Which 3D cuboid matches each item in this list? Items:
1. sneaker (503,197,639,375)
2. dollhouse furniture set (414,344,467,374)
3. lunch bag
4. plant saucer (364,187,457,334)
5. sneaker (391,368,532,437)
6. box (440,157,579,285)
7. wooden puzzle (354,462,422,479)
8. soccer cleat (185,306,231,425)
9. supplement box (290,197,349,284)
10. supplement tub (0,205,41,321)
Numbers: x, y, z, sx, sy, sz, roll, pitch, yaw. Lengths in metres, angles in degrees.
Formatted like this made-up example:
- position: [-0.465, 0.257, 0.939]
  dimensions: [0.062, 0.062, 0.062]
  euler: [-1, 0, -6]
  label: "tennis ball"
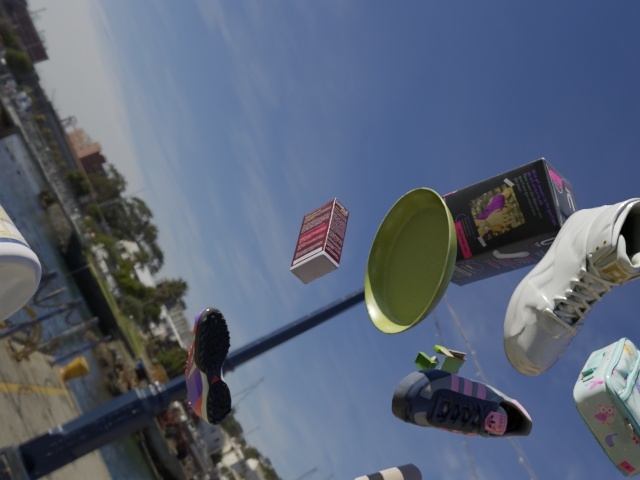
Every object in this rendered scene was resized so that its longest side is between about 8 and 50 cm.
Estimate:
- position: [0.379, 0.062, 0.996]
  dimensions: [0.108, 0.292, 0.169]
  euler: [32, -14, -5]
  label: "sneaker"
- position: [0.307, 0.307, 1.683]
  dimensions: [0.058, 0.152, 0.076]
  euler: [41, -71, 55]
  label: "dollhouse furniture set"
- position: [0.630, 0.333, 1.415]
  dimensions: [0.108, 0.279, 0.224]
  euler: [-32, -93, 33]
  label: "lunch bag"
- position: [0.147, 0.036, 1.102]
  dimensions: [0.241, 0.037, 0.241]
  euler: [-47, -146, 47]
  label: "plant saucer"
- position: [0.277, 0.316, 1.296]
  dimensions: [0.131, 0.319, 0.112]
  euler: [19, -85, 52]
  label: "sneaker"
- position: [0.343, -0.026, 1.317]
  dimensions: [0.165, 0.270, 0.143]
  euler: [22, 55, -51]
  label: "box"
- position: [0.058, 0.554, 1.147]
  dimensions: [0.080, 0.348, 0.322]
  euler: [29, 1, 28]
  label: "wooden puzzle"
- position: [-0.290, 0.303, 1.694]
  dimensions: [0.116, 0.108, 0.318]
  euler: [17, -61, 35]
  label: "soccer cleat"
- position: [0.000, 0.000, 1.983]
  dimensions: [0.073, 0.130, 0.239]
  euler: [43, 38, -27]
  label: "supplement box"
- position: [-0.731, 0.004, 1.371]
  dimensions: [0.316, 0.228, 0.228]
  euler: [47, -22, 24]
  label: "supplement tub"
